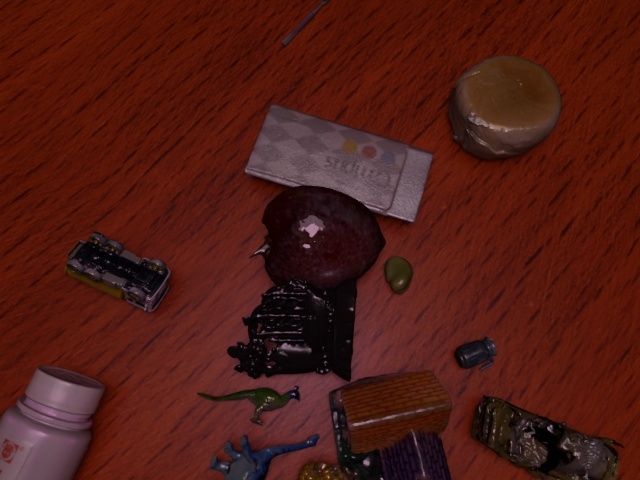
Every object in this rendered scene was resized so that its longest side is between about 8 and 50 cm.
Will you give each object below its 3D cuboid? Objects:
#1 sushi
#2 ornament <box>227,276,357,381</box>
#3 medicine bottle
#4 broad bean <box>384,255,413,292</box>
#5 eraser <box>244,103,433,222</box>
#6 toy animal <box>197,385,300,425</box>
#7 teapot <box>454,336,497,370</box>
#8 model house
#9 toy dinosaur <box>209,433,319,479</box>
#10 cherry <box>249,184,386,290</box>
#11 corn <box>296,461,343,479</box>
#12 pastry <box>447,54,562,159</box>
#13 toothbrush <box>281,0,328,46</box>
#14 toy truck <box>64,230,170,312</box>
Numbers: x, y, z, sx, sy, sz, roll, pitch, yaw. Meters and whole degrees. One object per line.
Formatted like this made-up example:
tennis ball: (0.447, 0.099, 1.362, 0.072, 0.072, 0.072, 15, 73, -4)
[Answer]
sushi: (0.443, 0.414, 1.012, 0.290, 0.131, 0.139, 22, 74, -3)
ornament: (-0.057, 0.182, 1.025, 0.260, 0.252, 0.106, 2, 34, -1)
medicine bottle: (-0.542, 0.401, 0.981, 0.170, 0.170, 0.293, 21, 77, 5)
broad bean: (0.175, 0.075, 1.143, 0.063, 0.045, 0.084, -9, 67, 8)
eraser: (0.048, -0.182, 1.188, 0.396, 0.082, 0.213, 18, 76, 4)
toy animal: (-0.151, 0.345, 1.064, 0.216, 0.041, 0.075, -4, 57, 0)
teapot: (0.334, 0.247, 1.093, 0.083, 0.049, 0.064, -19, 76, -6)
model house: (0.131, 0.375, 0.961, 0.202, 0.237, 0.237, -6, 75, -4)
toy dinosaur: (-0.161, 0.462, 1.015, 0.329, 0.076, 0.144, -41, 111, -11)
cherry: (0.000, 0.000, 1.077, 0.299, 0.203, 0.231, -1, 91, -14)
corn: (-0.014, 0.578, 0.982, 0.101, 0.101, 0.292, 6, 79, 1)
pastry: (0.423, -0.313, 1.201, 0.264, 0.133, 0.265, 0, 74, 0)
toothbrush: (-0.034, -0.573, 1.326, 0.014, 0.017, 0.194, 37, 80, 14)
toy truck: (-0.436, 0.070, 1.102, 0.226, 0.114, 0.098, 23, 55, 5)
